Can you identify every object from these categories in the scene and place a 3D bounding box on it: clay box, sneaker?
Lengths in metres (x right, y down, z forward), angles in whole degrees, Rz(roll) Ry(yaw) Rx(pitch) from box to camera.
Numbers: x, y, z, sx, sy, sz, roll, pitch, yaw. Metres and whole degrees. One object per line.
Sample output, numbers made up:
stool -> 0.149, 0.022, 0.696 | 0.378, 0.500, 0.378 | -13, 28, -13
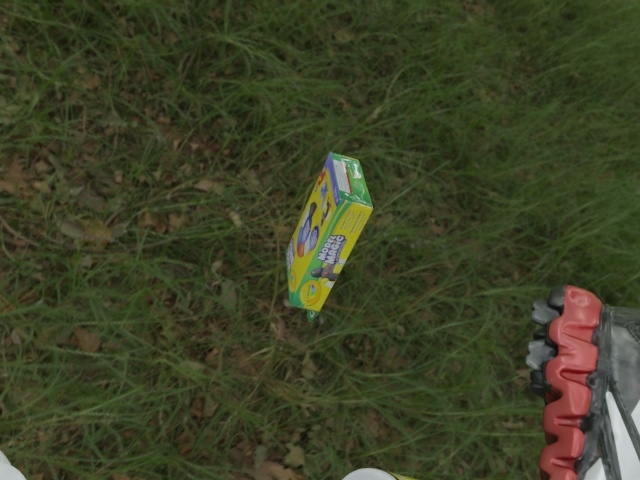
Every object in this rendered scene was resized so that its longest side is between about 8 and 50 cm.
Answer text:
clay box -> 0.000, 0.000, 0.835 | 0.053, 0.222, 0.127 | 15, 34, -17
sneaker -> 0.190, 0.162, 0.352 | 0.098, 0.135, 0.276 | 53, 46, -57

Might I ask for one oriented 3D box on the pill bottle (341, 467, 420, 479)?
pill bottle -> 0.115, 0.381, 0.774 | 0.208, 0.119, 0.119 | 33, 44, -43

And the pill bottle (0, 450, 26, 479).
pill bottle -> -0.415, 0.272, 0.581 | 0.146, 0.263, 0.146 | 32, 53, -54
